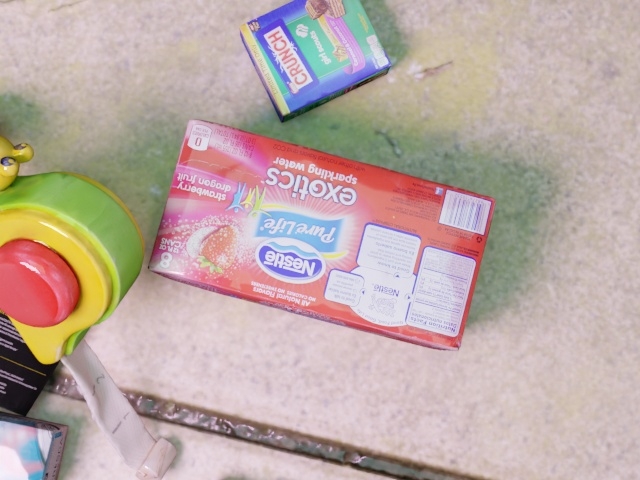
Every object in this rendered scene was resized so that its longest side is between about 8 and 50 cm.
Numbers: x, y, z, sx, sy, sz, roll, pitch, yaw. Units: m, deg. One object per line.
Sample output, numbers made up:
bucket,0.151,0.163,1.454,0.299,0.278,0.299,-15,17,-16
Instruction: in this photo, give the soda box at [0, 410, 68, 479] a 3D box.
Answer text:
soda box,-0.310,0.166,0.875,0.183,0.063,0.058,11,85,-1

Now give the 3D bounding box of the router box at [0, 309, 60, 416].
router box,-0.273,0.052,0.837,0.046,0.179,0.133,26,82,40

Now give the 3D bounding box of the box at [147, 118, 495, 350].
box,0.000,0.000,0.871,0.256,0.122,0.128,14,84,-1

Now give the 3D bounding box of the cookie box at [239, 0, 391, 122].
cookie box,-0.005,-0.168,0.929,0.107,0.040,0.092,-26,87,-3

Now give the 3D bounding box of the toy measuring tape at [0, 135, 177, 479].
toy measuring tape,-0.165,0.058,0.802,0.121,0.121,0.330,-28,116,-4
